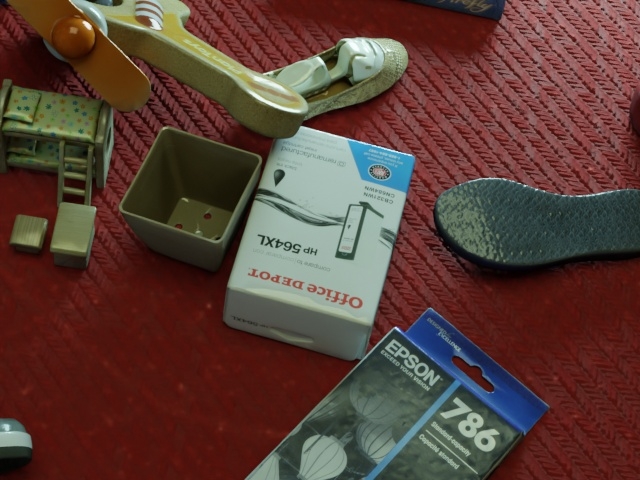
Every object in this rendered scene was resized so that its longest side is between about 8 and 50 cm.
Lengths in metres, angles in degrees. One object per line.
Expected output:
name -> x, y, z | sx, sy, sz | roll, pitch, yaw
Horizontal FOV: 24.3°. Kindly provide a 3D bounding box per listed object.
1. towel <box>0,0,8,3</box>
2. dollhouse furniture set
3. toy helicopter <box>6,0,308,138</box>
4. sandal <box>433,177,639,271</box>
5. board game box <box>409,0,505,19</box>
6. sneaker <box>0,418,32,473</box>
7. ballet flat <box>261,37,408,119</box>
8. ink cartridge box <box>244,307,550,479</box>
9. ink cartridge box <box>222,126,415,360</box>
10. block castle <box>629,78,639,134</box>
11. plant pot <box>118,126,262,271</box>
towel -> -0.437, -0.385, 1.676 | 0.209, 0.034, 0.285 | 0, 63, -10
dollhouse furniture set -> -0.309, -0.071, 1.480 | 0.182, 0.101, 0.161 | 8, 61, -3
toy helicopter -> -0.174, -0.202, 1.480 | 0.355, 0.140, 0.235 | 31, 22, 11
sandal -> 0.236, -0.008, 1.552 | 0.255, 0.054, 0.097 | 3, 68, -16
board game box -> 0.103, -0.354, 1.722 | 0.243, 0.042, 0.165 | 11, 61, -1
sneaker -> -0.410, 0.130, 1.353 | 0.296, 0.124, 0.178 | 0, 71, -6
ballet flat -> 0.012, -0.177, 1.600 | 0.206, 0.067, 0.073 | -29, 68, -21
ink cartridge box -> 0.065, 0.205, 1.402 | 0.165, 0.065, 0.333 | 38, 63, 14
ink cartridge box -> 0.000, 0.000, 1.491 | 0.148, 0.086, 0.203 | 15, 60, 1
block castle -> 0.533, -0.047, 1.522 | 0.303, 0.213, 0.453 | -16, 58, -3
plant pot -> -0.125, -0.030, 1.481 | 0.109, 0.096, 0.109 | 18, 60, 12
